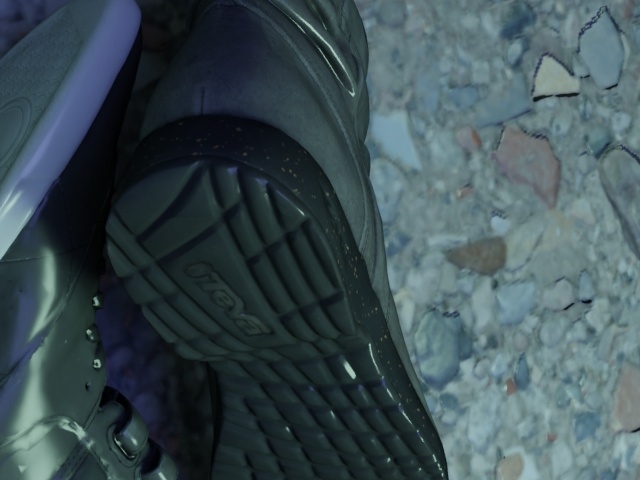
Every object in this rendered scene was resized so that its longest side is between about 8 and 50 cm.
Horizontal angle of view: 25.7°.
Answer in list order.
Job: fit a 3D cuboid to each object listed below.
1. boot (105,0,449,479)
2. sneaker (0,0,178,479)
[{"bbox_3d":[0.000,0.000,0.674,0.338,0.118,0.223,79,11,-47],"label":"boot"},{"bbox_3d":[-0.119,0.042,0.622,0.147,0.104,0.296,29,81,-33],"label":"sneaker"}]
